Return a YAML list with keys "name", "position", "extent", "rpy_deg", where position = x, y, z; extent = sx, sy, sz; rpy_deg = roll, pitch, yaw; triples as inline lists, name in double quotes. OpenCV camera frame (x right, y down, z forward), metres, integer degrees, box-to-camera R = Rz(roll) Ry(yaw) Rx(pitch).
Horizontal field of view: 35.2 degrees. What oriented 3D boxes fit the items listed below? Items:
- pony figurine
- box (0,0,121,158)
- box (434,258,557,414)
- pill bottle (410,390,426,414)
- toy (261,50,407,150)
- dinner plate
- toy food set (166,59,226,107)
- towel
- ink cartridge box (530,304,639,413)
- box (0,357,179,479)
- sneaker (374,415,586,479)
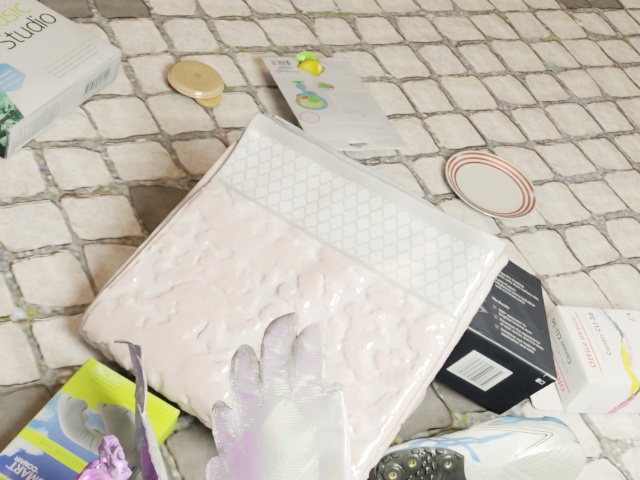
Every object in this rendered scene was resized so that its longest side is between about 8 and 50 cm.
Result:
- name: "pony figurine"
  position: [-0.119, 0.255, 0.770]
  extent: [0.363, 0.302, 0.351]
  rpy_deg: [-14, 92, -37]
- name: "box"
  position: [-0.449, -0.252, 1.274]
  extent: [0.322, 0.058, 0.232]
  rpy_deg: [30, 42, 8]
- name: "box"
  position: [0.175, 0.088, 1.150]
  extent: [0.156, 0.093, 0.158]
  rpy_deg: [31, 38, -24]
- name: "pill bottle"
  position: [0.020, 0.117, 1.069]
  extent: [0.112, 0.112, 0.187]
  rpy_deg: [-22, 58, -38]
- name: "toy"
  position: [0.011, -0.179, 1.408]
  extent: [0.136, 0.056, 0.237]
  rpy_deg: [-3, 44, -22]
- name: "dinner plate"
  position: [0.241, -0.076, 1.435]
  extent: [0.141, 0.017, 0.141]
  rpy_deg: [13, 43, -13]
- name: "toy food set"
  position: [-0.171, -0.219, 1.392]
  extent: [0.083, 0.020, 0.083]
  rpy_deg: [17, 42, -7]
- name: "towel"
  position: [-0.027, 0.053, 1.015]
  extent: [0.331, 0.053, 0.317]
  rpy_deg: [30, 73, 21]
- name: "ink cartridge box"
  position: [0.338, 0.144, 1.217]
  extent: [0.198, 0.067, 0.115]
  rpy_deg: [4, 46, -20]
- name: "box"
  position: [-0.223, 0.199, 0.930]
  extent: [0.109, 0.042, 0.178]
  rpy_deg: [29, 42, 7]
- name: "sneaker"
  position: [0.161, 0.228, 1.055]
  extent: [0.237, 0.085, 0.086]
  rpy_deg: [-1, 21, -21]
